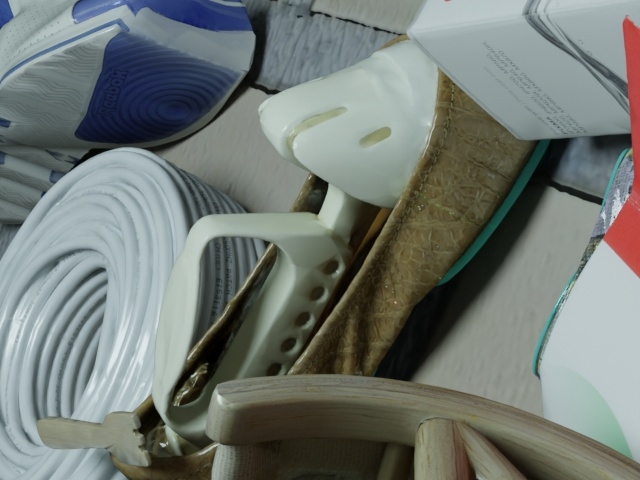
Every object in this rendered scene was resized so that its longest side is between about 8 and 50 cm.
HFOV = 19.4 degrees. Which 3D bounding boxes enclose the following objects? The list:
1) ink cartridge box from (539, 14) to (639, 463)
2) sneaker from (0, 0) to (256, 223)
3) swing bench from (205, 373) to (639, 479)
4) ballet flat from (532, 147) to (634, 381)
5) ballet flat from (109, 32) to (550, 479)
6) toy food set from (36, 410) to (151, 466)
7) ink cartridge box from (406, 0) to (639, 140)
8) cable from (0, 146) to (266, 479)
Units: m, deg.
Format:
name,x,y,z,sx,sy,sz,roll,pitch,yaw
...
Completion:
name,x,y,z,sx,sy,sz,roll,pitch,yaw
ink cartridge box,0.131,0.061,0.642,0.056,0.225,0.181,-20,34,-10
sneaker,-0.173,-0.144,1.280,0.315,0.127,0.182,-25,53,49
swing bench,0.044,0.217,0.621,0.255,0.165,0.253,-115,31,-54
ballet flat,0.129,0.015,0.816,0.041,0.041,0.114,25,93,58
ballet flat,0.000,0.000,0.933,0.342,0.124,0.116,-57,32,14
toy food set,-0.103,0.182,0.945,0.132,0.038,0.192,-7,103,56
ink cartridge box,0.159,-0.133,0.791,0.218,0.092,0.159,-2,55,57
cable,-0.130,0.074,1.113,0.257,0.089,0.257,9,78,56
